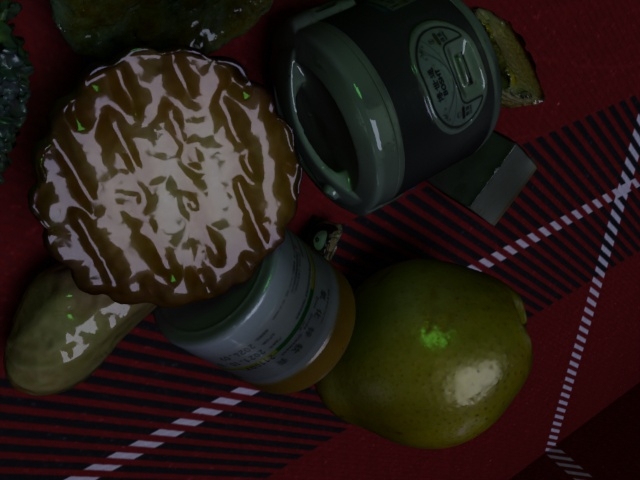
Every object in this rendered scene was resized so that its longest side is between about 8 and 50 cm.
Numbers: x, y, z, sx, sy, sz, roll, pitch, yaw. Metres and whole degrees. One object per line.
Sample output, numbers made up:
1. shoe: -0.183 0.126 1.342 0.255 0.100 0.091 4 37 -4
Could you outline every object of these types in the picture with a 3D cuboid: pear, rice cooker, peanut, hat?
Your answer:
1. pear: 0.198 0.213 1.227 0.418 0.362 0.362 -21 139 14
2. rice cooker: 0.079 -0.202 0.896 0.277 0.288 0.288 -27 133 -21
3. peanut: -0.312 0.078 0.872 0.319 0.147 0.147 -46 137 -6
4. hat: 0.000 0.000 1.125 0.076 0.059 0.077 -34 143 -60

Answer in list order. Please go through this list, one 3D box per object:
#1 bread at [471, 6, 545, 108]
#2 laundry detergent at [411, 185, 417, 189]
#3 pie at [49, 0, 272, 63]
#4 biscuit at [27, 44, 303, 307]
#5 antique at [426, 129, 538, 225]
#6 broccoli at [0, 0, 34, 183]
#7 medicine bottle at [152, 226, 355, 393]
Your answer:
1. bread: 0.317 -0.320 1.111 0.140 0.169 0.160 3 102 -39
2. laundry detergent: 0.179 -0.168 1.154 0.096 0.061 0.206 15 110 -53
3. pie: -0.166 -0.293 0.696 0.277 0.079 0.277 -26 160 -10
4. biscuit: -0.184 -0.075 0.775 0.325 0.107 0.326 -9 113 -22
5. antique: 0.308 -0.134 1.222 0.148 0.146 0.152 27 101 -48
6. broccoli: -0.443 -0.108 0.558 0.293 0.281 0.348 -52 178 33
7. medicine bottle: -0.098 0.093 0.980 0.238 0.238 0.232 -49 137 0
